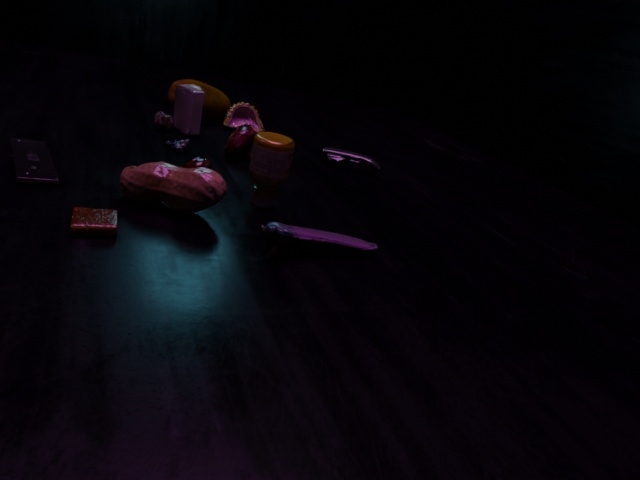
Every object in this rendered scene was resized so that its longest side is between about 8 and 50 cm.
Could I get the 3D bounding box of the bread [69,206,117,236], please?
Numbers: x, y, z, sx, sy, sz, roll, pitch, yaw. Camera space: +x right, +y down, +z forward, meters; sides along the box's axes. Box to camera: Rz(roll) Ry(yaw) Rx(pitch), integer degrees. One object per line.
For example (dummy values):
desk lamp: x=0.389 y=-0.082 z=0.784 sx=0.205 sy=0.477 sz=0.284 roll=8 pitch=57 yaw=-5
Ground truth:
bread: x=-0.514 y=-0.041 z=1.010 sx=0.094 sy=0.035 sz=0.090 roll=2 pitch=29 yaw=-26

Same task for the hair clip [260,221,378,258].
hair clip: x=-0.001 y=-0.001 z=1.172 sx=0.359 sy=0.110 sz=0.095 roll=0 pitch=69 yaw=-37

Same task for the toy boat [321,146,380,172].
toy boat: x=0.131 y=-0.340 z=1.925 sx=0.261 sy=0.078 sz=0.085 roll=16 pitch=49 yaw=6

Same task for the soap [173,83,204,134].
soap: x=-0.547 y=-0.539 z=1.834 sx=0.121 sy=0.183 sz=0.064 roll=32 pitch=30 yaw=30

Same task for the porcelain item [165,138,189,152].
porcelain item: x=-0.542 y=-0.360 z=1.662 sx=0.075 sy=0.021 sz=0.136 roll=7 pitch=26 yaw=-6

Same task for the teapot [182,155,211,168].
teapot: x=-0.385 y=-0.218 z=1.407 sx=0.098 sy=0.078 sz=0.129 roll=-28 pitch=14 yaw=2

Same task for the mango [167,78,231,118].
mango: x=-0.550 y=-0.640 z=2.059 sx=0.211 sy=0.173 sz=0.317 roll=9 pitch=7 yaw=41

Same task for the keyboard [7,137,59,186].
keyboard: x=-0.802 y=-0.220 z=1.231 sx=0.106 sy=0.027 sz=0.317 roll=-1 pitch=30 yaw=-37

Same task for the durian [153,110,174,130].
durian: x=-0.634 y=-0.485 z=1.799 sx=0.080 sy=0.080 sz=0.091 roll=-2 pitch=51 yaw=-32

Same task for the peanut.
peanut: x=-0.394 y=-0.145 z=1.186 sx=0.290 sy=0.130 sz=0.130 roll=11 pitch=25 yaw=7

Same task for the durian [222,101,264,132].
durian: x=-0.368 y=-0.567 z=2.105 sx=0.182 sy=0.165 sz=0.132 roll=-11 pitch=72 yaw=-4

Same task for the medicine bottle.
medicine bottle: x=-0.155 y=-0.206 z=1.334 sx=0.122 sy=0.212 sz=0.122 roll=12 pitch=26 yaw=-6

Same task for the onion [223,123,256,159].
onion: x=-0.289 y=-0.357 z=1.704 sx=0.140 sy=0.150 sz=0.150 roll=43 pitch=22 yaw=-13
